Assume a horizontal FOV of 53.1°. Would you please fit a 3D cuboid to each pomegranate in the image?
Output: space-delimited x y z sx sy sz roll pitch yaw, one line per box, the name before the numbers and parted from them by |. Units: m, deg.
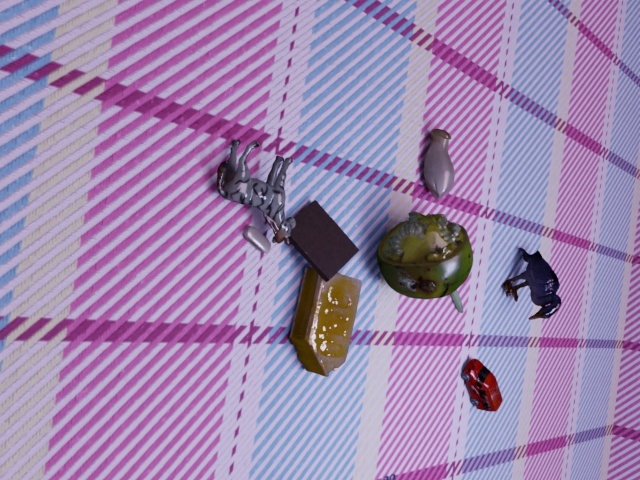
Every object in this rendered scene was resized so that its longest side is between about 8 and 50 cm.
pomegranate | 0.297 0.029 1.789 0.340 0.261 0.260 -58 136 -58

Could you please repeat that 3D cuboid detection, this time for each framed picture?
framed picture | 0.000 0.000 1.564 0.168 0.023 0.128 48 56 -3

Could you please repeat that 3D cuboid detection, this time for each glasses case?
glasses case | -0.143 -0.001 1.470 0.083 0.021 0.032 45 56 -38

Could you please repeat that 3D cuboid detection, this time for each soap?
soap | 0.010 0.207 1.609 0.160 0.080 0.257 18 80 -42

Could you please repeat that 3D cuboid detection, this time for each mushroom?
mushroom | 0.358 -0.228 1.927 0.097 0.088 0.212 4 85 -56

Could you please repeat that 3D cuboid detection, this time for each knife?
knife | 0.419 0.122 2.074 0.043 0.020 0.293 -46 124 -31

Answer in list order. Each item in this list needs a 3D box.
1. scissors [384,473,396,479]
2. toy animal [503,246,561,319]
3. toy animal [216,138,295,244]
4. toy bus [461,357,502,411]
scissors | 0.207 0.762 1.920 0.058 0.014 0.119 4 88 -46
toy animal | 0.777 0.153 2.336 0.122 0.186 0.298 43 45 -35
toy animal | -0.118 -0.120 1.429 0.255 0.090 0.169 40 70 -32
toy bus | 0.557 0.498 2.206 0.081 0.089 0.195 -44 123 -35
